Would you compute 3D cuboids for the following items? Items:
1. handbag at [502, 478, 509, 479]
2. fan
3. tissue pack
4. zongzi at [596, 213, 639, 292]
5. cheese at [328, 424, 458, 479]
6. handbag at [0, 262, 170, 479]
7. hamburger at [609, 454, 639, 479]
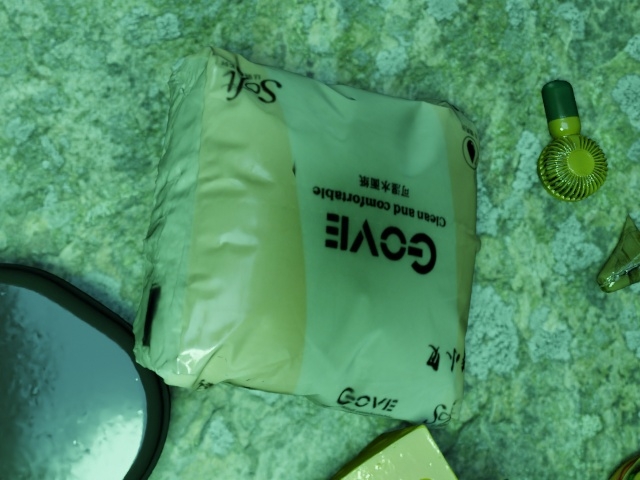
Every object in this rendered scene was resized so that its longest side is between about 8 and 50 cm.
[{"bbox_3d":[0.135,0.410,0.743,0.253,0.109,0.315,-33,118,-9],"label":"handbag"},{"bbox_3d":[0.305,-0.126,0.933,0.082,0.039,0.155,-9,80,-7],"label":"fan"},{"bbox_3d":[0.000,0.000,0.808,0.376,0.195,0.390,8,78,-27],"label":"tissue pack"},{"bbox_3d":[0.362,0.016,0.917,0.076,0.040,0.083,-20,71,-3],"label":"zongzi"},{"bbox_3d":[0.045,0.277,0.767,0.171,0.126,0.093,-31,83,-25],"label":"cheese"},{"bbox_3d":[-0.310,0.167,0.786,0.308,0.093,0.253,34,80,0],"label":"handbag"},{"bbox_3d":[0.390,0.307,0.825,0.162,0.115,0.162,2,78,-7],"label":"hamburger"}]
